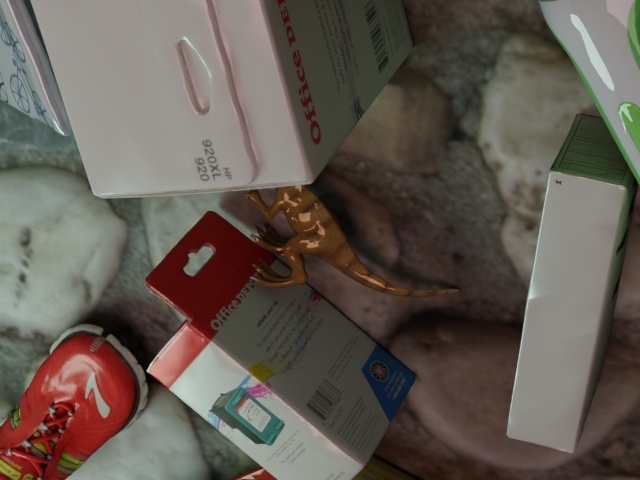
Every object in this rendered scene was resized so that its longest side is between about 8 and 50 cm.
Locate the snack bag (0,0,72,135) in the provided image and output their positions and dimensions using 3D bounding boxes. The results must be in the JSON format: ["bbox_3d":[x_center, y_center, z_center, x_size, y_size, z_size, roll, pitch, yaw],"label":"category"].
[{"bbox_3d":[-0.281,-0.260,1.095,0.323,0.037,0.343,31,141,58],"label":"snack bag"}]

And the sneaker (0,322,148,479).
[{"bbox_3d":[-0.257,0.190,1.418,0.107,0.118,0.279,38,127,-1],"label":"sneaker"}]

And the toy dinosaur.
[{"bbox_3d":[0.000,0.000,1.225,0.112,0.064,0.211,-33,102,34],"label":"toy dinosaur"}]

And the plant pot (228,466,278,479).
[{"bbox_3d":[-0.067,0.390,1.322,0.267,0.267,0.236,-28,116,35],"label":"plant pot"}]

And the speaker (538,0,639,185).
[{"bbox_3d":[0.258,-0.084,1.014,0.131,0.131,0.297,-22,108,32],"label":"speaker"}]

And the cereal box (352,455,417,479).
[{"bbox_3d":[0.018,0.299,1.403,0.173,0.047,0.240,28,127,8],"label":"cereal box"}]

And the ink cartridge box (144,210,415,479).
[{"bbox_3d":[-0.047,0.097,1.259,0.231,0.134,0.078,40,127,-2],"label":"ink cartridge box"}]

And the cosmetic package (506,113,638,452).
[{"bbox_3d":[0.193,0.035,1.138,0.060,0.099,0.239,15,124,16],"label":"cosmetic package"}]

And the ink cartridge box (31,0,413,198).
[{"bbox_3d":[-0.062,-0.157,1.052,0.168,0.233,0.171,-4,116,24],"label":"ink cartridge box"}]
